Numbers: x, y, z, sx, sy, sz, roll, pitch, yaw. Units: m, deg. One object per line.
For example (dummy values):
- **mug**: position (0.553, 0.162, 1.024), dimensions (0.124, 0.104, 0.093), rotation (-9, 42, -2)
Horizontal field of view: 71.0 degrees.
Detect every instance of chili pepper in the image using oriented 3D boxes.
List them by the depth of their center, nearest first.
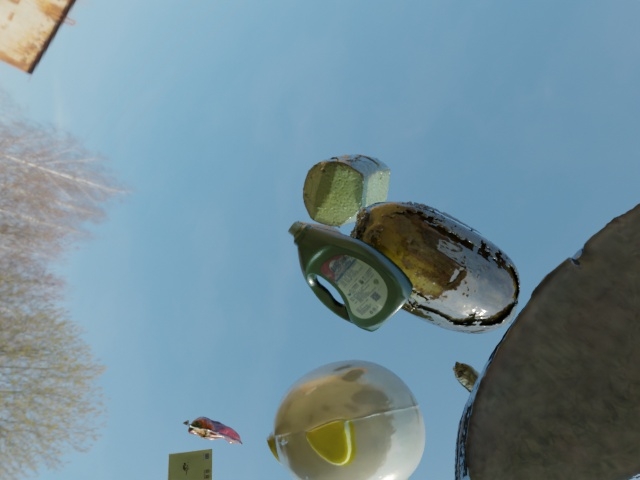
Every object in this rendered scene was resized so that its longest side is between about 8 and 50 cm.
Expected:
- **chili pepper**: position (-0.261, 0.466, 1.104), dimensions (0.059, 0.268, 0.051), rotation (-23, -126, 11)

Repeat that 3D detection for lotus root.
- **lotus root**: position (0.224, 0.058, 0.847), dimensions (0.196, 0.397, 0.179), rotation (-64, -164, 3)

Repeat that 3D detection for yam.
- **yam**: position (0.070, -0.136, 1.239), dimensions (0.201, 0.271, 0.203), rotation (10, -75, 16)

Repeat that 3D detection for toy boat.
- **toy boat**: position (0.197, 0.078, 0.298), dimensions (0.283, 0.078, 0.127), rotation (-40, -121, -4)

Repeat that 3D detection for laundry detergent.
- **laundry detergent**: position (0.031, 0.050, 0.716), dimensions (0.210, 0.063, 0.137), rotation (37, -57, -2)

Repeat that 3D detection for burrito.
- **burrito**: position (0.395, 0.368, 1.092), dimensions (0.188, 0.045, 0.058), rotation (44, -69, 8)

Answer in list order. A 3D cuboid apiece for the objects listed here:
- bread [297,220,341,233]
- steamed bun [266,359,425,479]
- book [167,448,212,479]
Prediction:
- **bread**: position (0.000, -0.002, 1.480), dimensions (0.134, 0.173, 0.085), rotation (-110, -144, -45)
- **steamed bun**: position (0.060, 0.436, 1.040), dimensions (0.374, 0.333, 0.334), rotation (-43, -132, 49)
- **book**: position (-0.333, 0.581, 1.147), dimensions (0.014, 0.110, 0.078), rotation (142, -52, -59)
